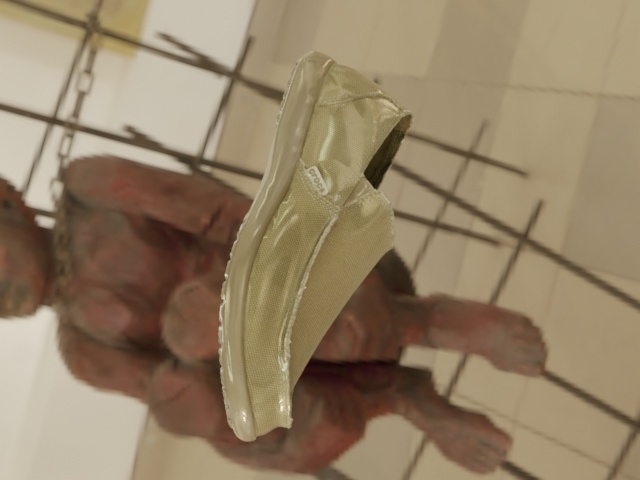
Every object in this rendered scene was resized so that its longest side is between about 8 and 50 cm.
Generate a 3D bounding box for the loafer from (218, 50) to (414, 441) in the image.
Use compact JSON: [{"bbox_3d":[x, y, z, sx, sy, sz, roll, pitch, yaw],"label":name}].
[{"bbox_3d":[0.000,0.000,0.876,0.102,0.092,0.268,87,-165,-66],"label":"loafer"}]
